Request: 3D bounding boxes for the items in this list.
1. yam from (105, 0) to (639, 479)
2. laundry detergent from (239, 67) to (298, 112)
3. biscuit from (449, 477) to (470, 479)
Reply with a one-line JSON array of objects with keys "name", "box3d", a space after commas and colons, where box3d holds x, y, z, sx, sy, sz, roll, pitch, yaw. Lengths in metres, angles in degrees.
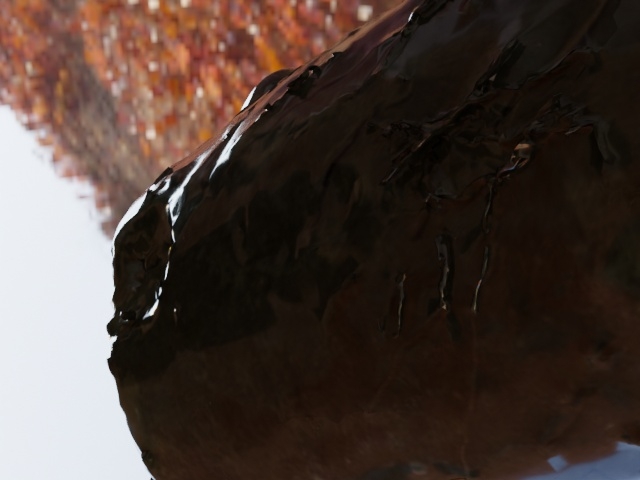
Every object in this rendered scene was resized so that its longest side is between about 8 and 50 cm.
[{"name": "yam", "box3d": [0.057, -0.002, 0.438, 0.254, 0.154, 0.154, -25, -140, 36]}, {"name": "laundry detergent", "box3d": [0.000, 0.000, 1.001, 0.063, 0.137, 0.211, 4, -148, -20]}, {"name": "biscuit", "box3d": [0.068, 0.099, 0.168, 0.199, 0.034, 0.064, 37, -120, 25]}]
